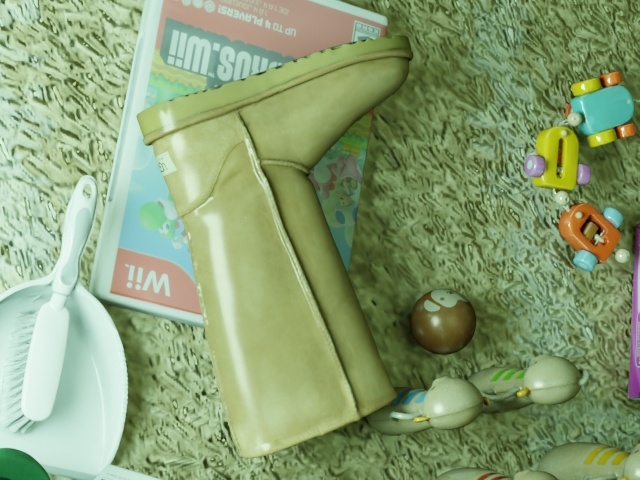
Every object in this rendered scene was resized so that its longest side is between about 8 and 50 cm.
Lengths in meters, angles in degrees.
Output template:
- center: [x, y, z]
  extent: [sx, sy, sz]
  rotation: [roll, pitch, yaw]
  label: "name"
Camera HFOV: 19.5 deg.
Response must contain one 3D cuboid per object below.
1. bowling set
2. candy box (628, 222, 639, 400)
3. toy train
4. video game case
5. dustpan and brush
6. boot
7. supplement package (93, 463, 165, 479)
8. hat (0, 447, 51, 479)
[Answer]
- center: [0.121, 0.135, 1.438]
  extent: [0.287, 0.154, 0.199]
  rotation: [-15, 90, -29]
  label: "bowling set"
- center: [0.385, 0.074, 1.632]
  extent: [0.233, 0.071, 0.159]
  rotation: [10, 78, -26]
  label: "candy box"
- center: [0.232, -0.062, 1.590]
  extent: [0.125, 0.046, 0.166]
  rotation: [37, 71, -19]
  label: "toy train"
- center: [-0.059, -0.069, 1.450]
  extent: [0.204, 0.025, 0.285]
  rotation: [15, 76, -25]
  label: "video game case"
- center: [-0.195, 0.057, 1.339]
  extent: [0.147, 0.060, 0.211]
  rotation: [16, 76, -25]
  label: "dustpan and brush"
- center: [0.000, 0.000, 1.411]
  extent: [0.236, 0.089, 0.269]
  rotation: [-20, 91, -16]
  label: "boot"
- center: [-0.065, 0.286, 1.238]
  extent: [0.145, 0.262, 0.204]
  rotation: [-47, 118, -24]
  label: "supplement package"
- center: [-0.311, 0.173, 1.283]
  extent: [0.173, 0.183, 0.208]
  rotation: [-49, 147, -16]
  label: "hat"
